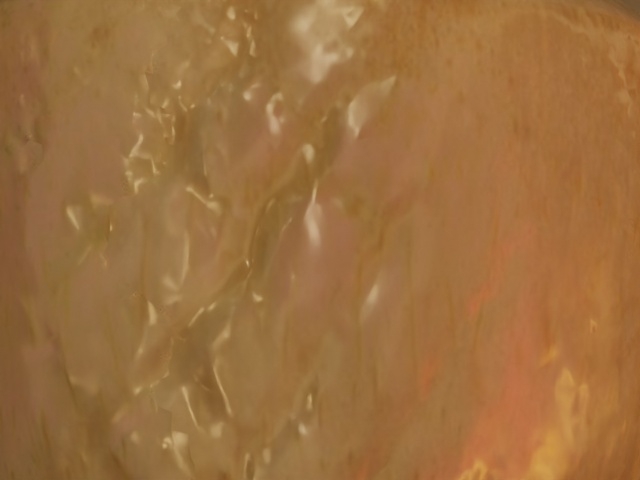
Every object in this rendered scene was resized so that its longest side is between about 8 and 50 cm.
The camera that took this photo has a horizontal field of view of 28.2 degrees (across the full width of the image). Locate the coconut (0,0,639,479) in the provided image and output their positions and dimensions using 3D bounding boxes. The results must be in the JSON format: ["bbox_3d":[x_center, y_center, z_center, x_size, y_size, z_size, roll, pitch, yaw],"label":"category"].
[{"bbox_3d":[0.000,0.000,0.613,0.415,0.344,0.415,2,87,-41],"label":"coconut"}]
